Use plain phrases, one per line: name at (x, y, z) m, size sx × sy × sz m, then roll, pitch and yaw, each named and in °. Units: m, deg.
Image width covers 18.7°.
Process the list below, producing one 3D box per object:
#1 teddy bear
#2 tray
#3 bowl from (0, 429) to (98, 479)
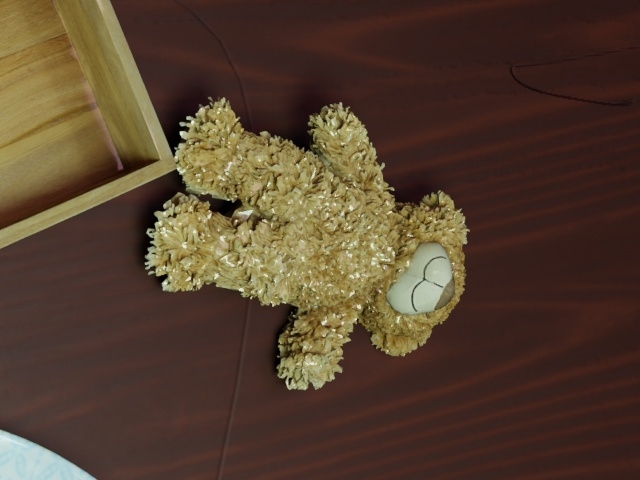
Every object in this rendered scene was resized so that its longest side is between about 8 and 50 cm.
teddy bear at (0.000, 0.000, 1.716) m, size 0.338 × 0.113 × 0.245 m, roll 39°, pitch 62°, yaw -25°
tray at (-0.320, -0.074, 1.505) m, size 0.411 × 0.076 × 0.203 m, roll -27°, pitch 98°, yaw -39°
bowl at (-0.263, 0.275, 1.409) m, size 0.289 × 0.289 × 0.156 m, roll 14°, pitch 116°, yaw -35°
